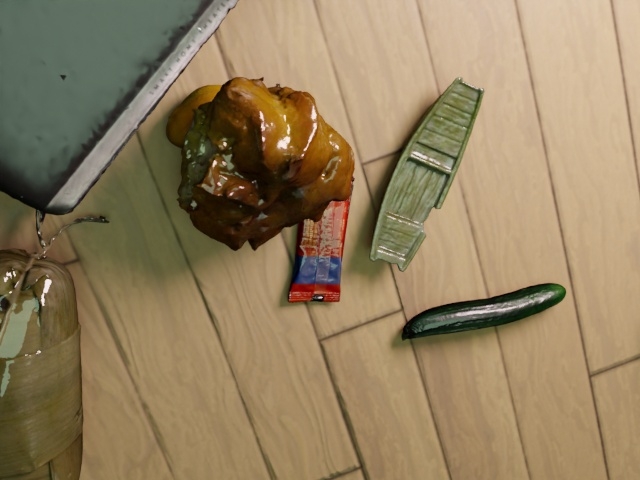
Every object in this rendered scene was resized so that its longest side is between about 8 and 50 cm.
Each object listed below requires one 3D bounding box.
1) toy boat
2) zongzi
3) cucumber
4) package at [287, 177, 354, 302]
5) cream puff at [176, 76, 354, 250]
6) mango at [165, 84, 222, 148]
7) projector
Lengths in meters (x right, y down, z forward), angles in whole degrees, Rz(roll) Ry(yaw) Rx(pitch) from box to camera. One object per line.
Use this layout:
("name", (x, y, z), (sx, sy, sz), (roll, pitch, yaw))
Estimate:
("toy boat", (0.152, -0.099, 1.181), (0.093, 0.055, 0.293), (20, 103, -17))
("zongzi", (-0.497, 0.140, 1.051), (0.418, 0.181, 0.447), (1, 105, -12))
("cucumber", (0.263, 0.113, 1.275), (0.284, 0.056, 0.056), (-13, 110, -10))
("package", (0.000, 0.000, 1.195), (0.083, 0.022, 0.200), (3, 106, -13))
("cream puff", (-0.079, -0.102, 1.043), (0.241, 0.155, 0.269), (-21, 152, 0))
("mango", (-0.158, -0.166, 1.089), (0.114, 0.057, 0.079), (-29, 121, 3))
("projector", (-0.342, -0.302, 0.906), (0.405, 0.242, 0.395), (38, 97, -20))
